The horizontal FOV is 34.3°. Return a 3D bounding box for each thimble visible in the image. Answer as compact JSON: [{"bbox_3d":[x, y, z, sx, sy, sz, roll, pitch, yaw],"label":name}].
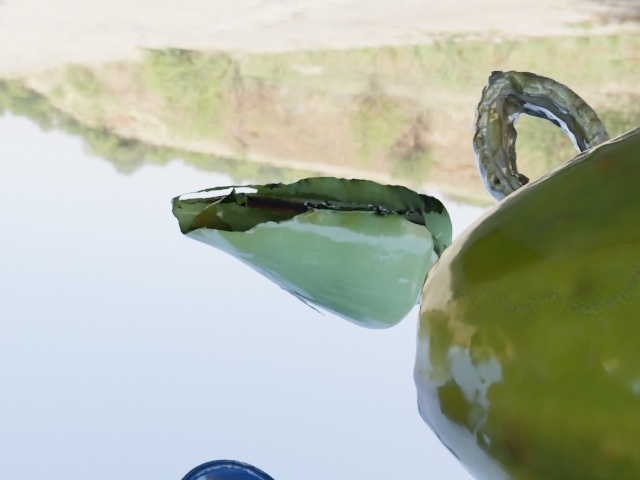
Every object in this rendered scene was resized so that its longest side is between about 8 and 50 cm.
[{"bbox_3d":[0.236,-0.102,1.110,0.137,0.191,0.143,-28,171,16],"label":"thimble"}]

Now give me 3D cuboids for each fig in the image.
[{"bbox_3d":[0.205,0.054,0.461,0.326,0.258,0.258,-4,-174,5],"label":"fig"}]

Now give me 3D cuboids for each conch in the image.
[{"bbox_3d":[0.015,-0.007,0.899,0.250,0.137,0.143,26,-170,-38],"label":"conch"}]

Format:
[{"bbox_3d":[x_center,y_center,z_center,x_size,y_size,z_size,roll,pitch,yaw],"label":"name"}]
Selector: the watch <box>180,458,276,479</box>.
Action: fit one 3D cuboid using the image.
[{"bbox_3d":[-0.109,0.367,1.191,0.200,0.171,0.196,42,-151,3],"label":"watch"}]
